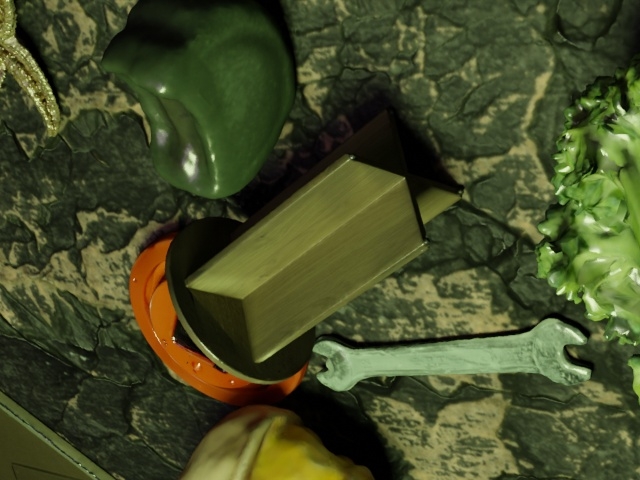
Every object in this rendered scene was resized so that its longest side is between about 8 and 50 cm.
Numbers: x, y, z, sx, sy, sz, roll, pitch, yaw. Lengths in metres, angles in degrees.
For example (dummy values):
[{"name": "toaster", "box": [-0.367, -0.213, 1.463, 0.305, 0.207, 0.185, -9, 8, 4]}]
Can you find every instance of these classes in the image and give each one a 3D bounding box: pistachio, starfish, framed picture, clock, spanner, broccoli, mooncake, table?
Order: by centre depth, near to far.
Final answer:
[{"name": "broccoli", "box": [0.282, -0.006, 0.926, 0.235, 0.259, 0.288, -5, 154, -13]}, {"name": "mooncake", "box": [-0.102, -0.122, 1.147, 0.104, 0.168, 0.175, 14, 114, 28]}, {"name": "table", "box": [0.000, 0.000, 1.190, 0.167, 0.167, 0.227, 48, 127, -6]}, {"name": "spanner", "box": [0.112, 0.106, 1.277, 0.302, 0.017, 0.071, -6, 118, 38]}, {"name": "starfish", "box": [-0.318, -0.193, 1.324, 0.213, 0.057, 0.238, 38, 141, -7]}, {"name": "clock", "box": [-0.103, 0.081, 1.386, 0.205, 0.051, 0.205, 20, 132, 24]}, {"name": "pistachio", "box": [-0.059, 0.306, 1.404, 0.230, 0.230, 0.309, 34, 132, 9]}, {"name": "framed picture", "box": [-0.355, 0.304, 1.759, 0.289, 0.020, 0.211, 36, 136, 7]}]
